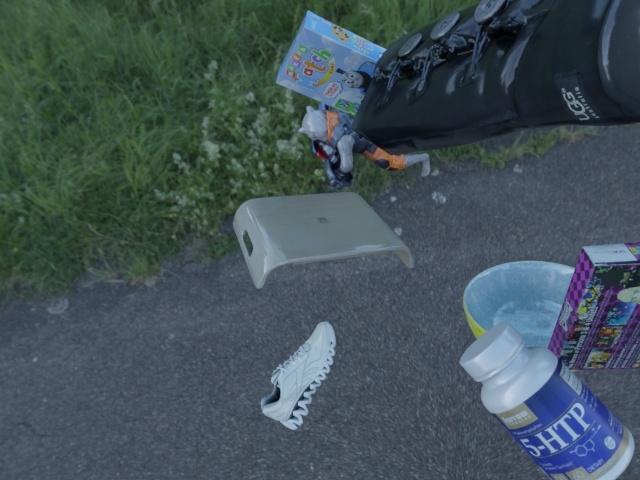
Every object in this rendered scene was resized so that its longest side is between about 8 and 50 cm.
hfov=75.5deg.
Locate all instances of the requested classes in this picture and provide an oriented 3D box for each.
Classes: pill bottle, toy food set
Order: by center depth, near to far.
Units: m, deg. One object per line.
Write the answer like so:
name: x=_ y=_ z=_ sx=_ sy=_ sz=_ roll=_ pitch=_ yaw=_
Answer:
pill bottle: x=0.274 y=0.202 z=0.524 sx=0.112 sy=0.112 sz=0.187 roll=-41 pitch=77 yaw=-8
toy food set: x=0.000 y=0.000 z=0.810 sx=0.305 sy=0.093 sz=0.220 roll=-7 pitch=35 yaw=-20

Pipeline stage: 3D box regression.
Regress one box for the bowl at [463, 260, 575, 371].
bowl: x=0.455 y=0.185 z=0.871 sx=0.288 sy=0.156 sz=0.290 roll=-10 pitch=28 yaw=6

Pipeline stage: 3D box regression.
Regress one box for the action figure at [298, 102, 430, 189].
action figure: x=0.099 y=-0.296 z=1.086 sx=0.329 sy=0.179 sz=0.342 roll=3 pitch=52 yaw=-26

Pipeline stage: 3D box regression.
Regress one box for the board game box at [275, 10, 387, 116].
board game box: x=0.043 y=-0.295 z=0.735 sx=0.211 sy=0.160 sz=0.039 roll=18 pitch=73 yaw=-18

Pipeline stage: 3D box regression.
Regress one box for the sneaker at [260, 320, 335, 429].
sneaker: x=-0.054 y=0.341 z=1.075 sx=0.293 sy=0.118 sz=0.110 roll=-64 pitch=16 yaw=-3

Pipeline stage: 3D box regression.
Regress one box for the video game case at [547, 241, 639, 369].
video game case: x=0.447 y=0.096 z=0.566 sx=0.209 sy=0.232 sz=0.042 roll=-5 pitch=40 yaw=8

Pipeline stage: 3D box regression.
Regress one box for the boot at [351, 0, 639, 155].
boot: x=0.245 y=-0.261 z=0.464 sx=0.367 sy=0.146 sz=0.445 roll=-49 pitch=17 yaw=-5
